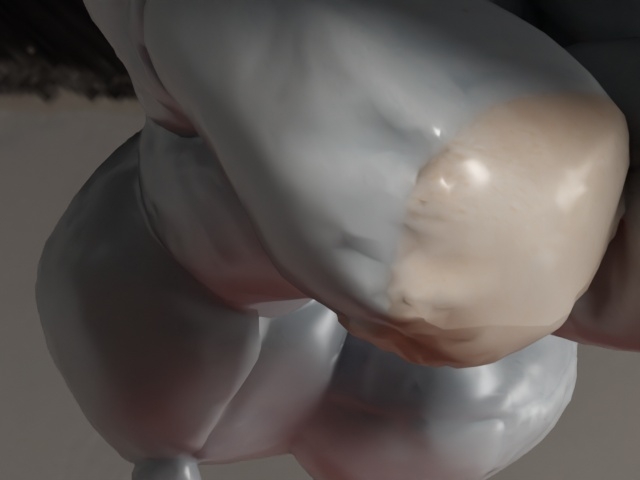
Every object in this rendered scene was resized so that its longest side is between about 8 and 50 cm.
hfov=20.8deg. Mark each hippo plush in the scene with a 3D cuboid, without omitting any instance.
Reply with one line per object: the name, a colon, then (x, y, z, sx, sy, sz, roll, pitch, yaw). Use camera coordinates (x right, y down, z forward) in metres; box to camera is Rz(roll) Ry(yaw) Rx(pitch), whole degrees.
hippo plush: (0.000, 0.000, 0.495, 0.234, 0.294, 0.236, -100, 22, -47)
